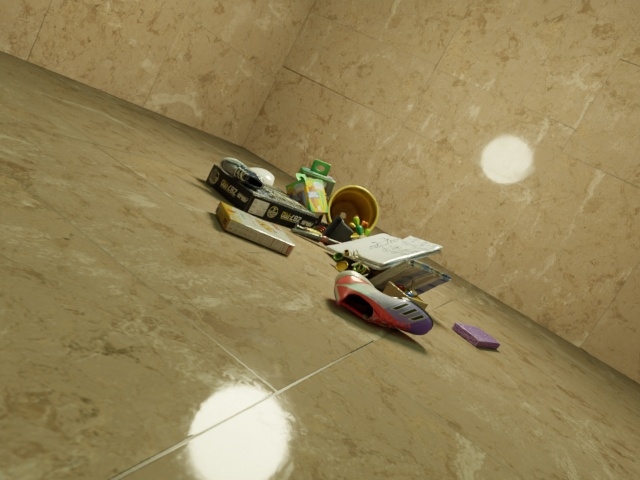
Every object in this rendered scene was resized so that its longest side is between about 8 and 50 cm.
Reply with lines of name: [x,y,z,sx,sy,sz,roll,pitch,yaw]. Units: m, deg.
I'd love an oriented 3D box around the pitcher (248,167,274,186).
pitcher: [-0.337,-0.289,2.352,0.207,0.125,0.178,17,33,-10]

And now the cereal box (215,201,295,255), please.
cereal box: [-0.214,-0.039,1.569,0.240,0.047,0.173,23,11,-30]

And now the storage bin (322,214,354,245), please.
storage bin: [0.075,-0.028,2.123,0.091,0.135,0.098,37,5,-25]

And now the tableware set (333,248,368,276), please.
tableware set: [0.104,0.085,1.734,0.154,0.104,0.024,-108,178,-49]

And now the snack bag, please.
snack bag: [0.245,0.028,1.889,0.323,0.037,0.342,-13,19,-31]

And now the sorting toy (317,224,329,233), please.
sorting toy: [0.023,-0.035,2.195,0.102,0.061,0.042,-8,15,42]

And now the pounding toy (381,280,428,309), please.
pounding toy: [0.296,0.195,1.657,0.141,0.100,0.130,21,13,-39]

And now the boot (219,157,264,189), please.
boot: [-0.302,-0.261,1.870,0.190,0.069,0.086,25,9,-18]

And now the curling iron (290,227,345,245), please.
curling iron: [0.000,0.000,2.002,0.274,0.035,0.068,17,-28,-25]

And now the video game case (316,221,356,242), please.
video game case: [0.121,-0.012,2.449,0.196,0.026,0.274,20,14,-43]

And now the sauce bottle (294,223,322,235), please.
sauce bottle: [-0.051,-0.035,2.023,0.128,0.042,0.042,26,10,-29]

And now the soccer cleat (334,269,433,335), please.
soccer cleat: [0.176,0.201,1.353,0.318,0.108,0.116,30,32,-11]

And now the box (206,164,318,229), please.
box: [-0.243,-0.176,2.051,0.395,0.097,0.318,16,18,-50]

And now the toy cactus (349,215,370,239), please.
toy cactus: [0.180,-0.004,2.163,0.112,0.219,0.180,-8,3,7]

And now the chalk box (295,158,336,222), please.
chalk box: [-0.038,-0.264,2.446,0.180,0.289,0.179,19,11,-11]

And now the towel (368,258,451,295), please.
towel: [0.330,0.150,1.783,0.285,0.209,0.034,21,48,-43]

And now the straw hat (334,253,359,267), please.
straw hat: [0.127,0.059,1.994,0.144,0.061,0.144,29,9,-5]

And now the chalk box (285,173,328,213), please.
chalk box: [-0.066,-0.215,2.256,0.132,0.213,0.132,-17,-9,41]

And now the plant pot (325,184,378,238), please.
plant pot: [0.137,-0.131,2.391,0.254,0.254,0.239,28,-6,-7]

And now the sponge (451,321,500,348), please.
sponge: [0.596,0.365,1.841,0.210,0.031,0.117,19,14,-47]

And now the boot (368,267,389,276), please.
boot: [0.230,0.096,1.950,0.305,0.112,0.115,-92,162,-72]
